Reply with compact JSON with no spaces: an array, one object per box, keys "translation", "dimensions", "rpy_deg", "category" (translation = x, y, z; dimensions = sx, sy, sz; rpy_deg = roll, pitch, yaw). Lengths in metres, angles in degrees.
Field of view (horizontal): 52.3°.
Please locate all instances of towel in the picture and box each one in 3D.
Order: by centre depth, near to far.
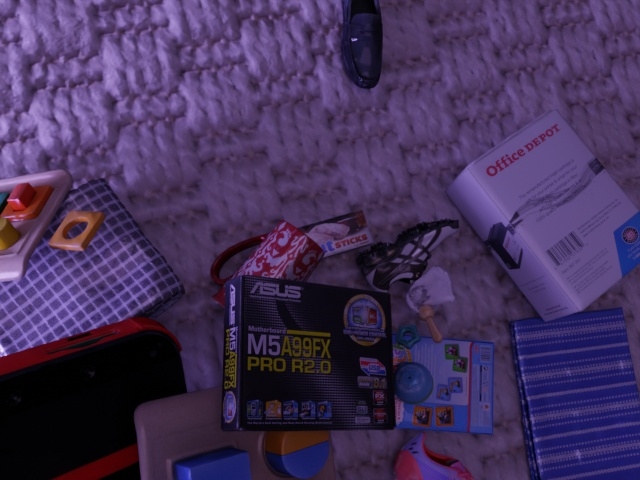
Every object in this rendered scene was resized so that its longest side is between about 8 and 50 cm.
[{"translation":[-0.385,0.071,0.999],"dimensions":[0.284,0.121,0.235],"rpy_deg":[-38,88,-16],"category":"towel"},{"translation":[0.476,0.297,1.178],"dimensions":[0.244,0.040,0.335],"rpy_deg":[-4,80,-13],"category":"towel"}]

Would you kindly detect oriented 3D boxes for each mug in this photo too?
[{"translation":[-0.093,0.048,1.056],"dimensions":[0.150,0.113,0.169],"rpy_deg":[38,83,0],"category":"mug"}]

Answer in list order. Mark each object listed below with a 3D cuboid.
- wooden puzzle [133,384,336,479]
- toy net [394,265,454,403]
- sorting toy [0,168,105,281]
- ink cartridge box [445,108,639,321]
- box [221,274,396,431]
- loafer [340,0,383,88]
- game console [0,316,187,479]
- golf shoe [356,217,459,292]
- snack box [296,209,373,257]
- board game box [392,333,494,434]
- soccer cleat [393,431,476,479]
[{"translation":[-0.092,0.382,0.950],"dimensions":[0.322,0.081,0.347],"rpy_deg":[-4,80,-38],"category":"wooden puzzle"},{"translation":[0.152,0.151,1.102],"dimensions":[0.122,0.045,0.232],"rpy_deg":[14,70,23],"category":"toy net"},{"translation":[-0.470,-0.027,0.941],"dimensions":[0.348,0.047,0.195],"rpy_deg":[-7,49,16],"category":"sorting toy"},{"translation":[0.414,-0.045,1.176],"dimensions":[0.223,0.129,0.307],"rpy_deg":[-34,82,-16],"category":"ink cartridge box"},{"translation":[-0.013,0.174,0.976],"dimensions":[0.270,0.060,0.216],"rpy_deg":[10,71,-31],"category":"box"},{"translation":[0.078,-0.393,1.211],"dimensions":[0.076,0.078,0.223],"rpy_deg":[-2,79,-12],"category":"loafer"},{"translation":[-0.348,0.307,0.886],"dimensions":[0.387,0.060,0.341],"rpy_deg":[-15,106,-36],"category":"game console"},{"translation":[0.164,0.027,1.155],"dimensions":[0.198,0.077,0.093],"rpy_deg":[-25,96,-9],"category":"golf shoe"},{"translation":[0.000,0.000,1.145],"dimensions":[0.178,0.022,0.064],"rpy_deg":[-16,85,-14],"category":"snack box"},{"translation":[0.194,0.247,1.128],"dimensions":[0.212,0.039,0.160],"rpy_deg":[7,78,-11],"category":"board game box"},{"translation":[0.234,0.418,1.076],"dimensions":[0.248,0.083,0.095],"rpy_deg":[35,93,1],"category":"soccer cleat"}]
